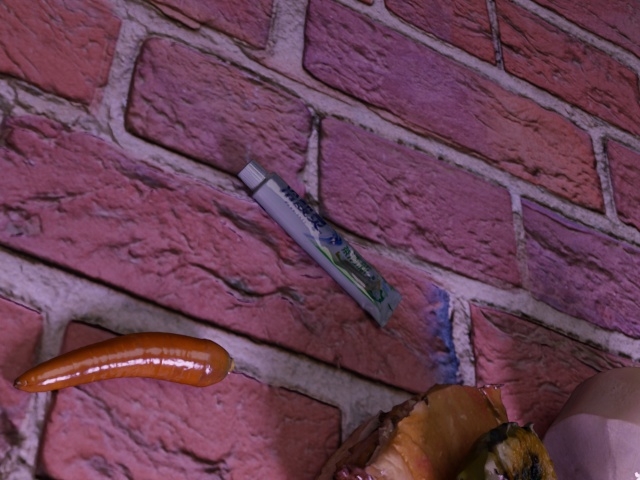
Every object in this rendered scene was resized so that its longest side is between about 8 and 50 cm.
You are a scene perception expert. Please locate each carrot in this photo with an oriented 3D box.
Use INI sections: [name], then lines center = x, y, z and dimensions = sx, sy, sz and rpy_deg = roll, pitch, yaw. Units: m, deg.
[carrot]
center = -0.221, 0.138, 1.276
dimensions = 0.271, 0.066, 0.062
rpy_deg = 5, 13, -33

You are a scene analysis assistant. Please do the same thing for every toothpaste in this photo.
[toothpaste]
center = 0.000, 0.000, 1.561
dimensions = 0.297, 0.048, 0.075
rpy_deg = 44, 43, -7

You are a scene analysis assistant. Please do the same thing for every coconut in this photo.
[coconut]
center = 0.430, 0.299, 1.557
dimensions = 0.241, 0.241, 0.241
rpy_deg = 21, 48, -25

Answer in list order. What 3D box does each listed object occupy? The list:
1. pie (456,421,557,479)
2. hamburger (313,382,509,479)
[pie]
center = 0.244, 0.393, 1.335
dimensions = 0.296, 0.078, 0.371
rpy_deg = -27, 109, -64
[hamburger]
center = 0.120, 0.276, 1.366
dimensions = 0.282, 0.155, 0.245
rpy_deg = 22, 52, -33
